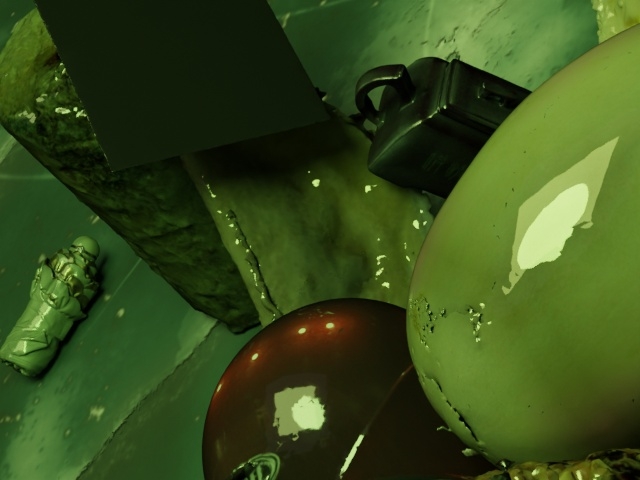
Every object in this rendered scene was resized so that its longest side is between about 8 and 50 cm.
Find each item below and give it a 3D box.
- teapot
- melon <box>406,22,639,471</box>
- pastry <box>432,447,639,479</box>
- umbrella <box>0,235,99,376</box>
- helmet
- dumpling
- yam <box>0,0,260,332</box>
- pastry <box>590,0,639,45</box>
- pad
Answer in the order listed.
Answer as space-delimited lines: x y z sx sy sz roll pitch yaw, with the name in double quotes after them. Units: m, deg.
0.111 -0.085 1.423 0.096 0.177 0.087 129 159 -54 "teapot"
0.186 0.009 1.175 0.317 0.223 0.223 -50 33 3 "melon"
0.141 0.207 1.007 0.275 0.275 0.193 -16 74 43 "pastry"
-0.246 0.060 1.815 0.143 0.062 0.067 -63 4 -14 "umbrella"
0.019 0.137 1.296 0.189 0.193 0.216 -46 -7 35 "helmet"
-0.004 0.001 1.460 0.166 0.332 0.086 -19 -2 -21 "dumpling"
-0.114 -0.085 1.579 0.195 0.300 0.195 -22 43 23 "yam"
0.253 -0.213 1.437 0.121 0.089 0.258 -17 48 24 "pastry"
-0.113 -0.157 1.429 0.170 0.006 0.245 -15 55 -19 "pad"
